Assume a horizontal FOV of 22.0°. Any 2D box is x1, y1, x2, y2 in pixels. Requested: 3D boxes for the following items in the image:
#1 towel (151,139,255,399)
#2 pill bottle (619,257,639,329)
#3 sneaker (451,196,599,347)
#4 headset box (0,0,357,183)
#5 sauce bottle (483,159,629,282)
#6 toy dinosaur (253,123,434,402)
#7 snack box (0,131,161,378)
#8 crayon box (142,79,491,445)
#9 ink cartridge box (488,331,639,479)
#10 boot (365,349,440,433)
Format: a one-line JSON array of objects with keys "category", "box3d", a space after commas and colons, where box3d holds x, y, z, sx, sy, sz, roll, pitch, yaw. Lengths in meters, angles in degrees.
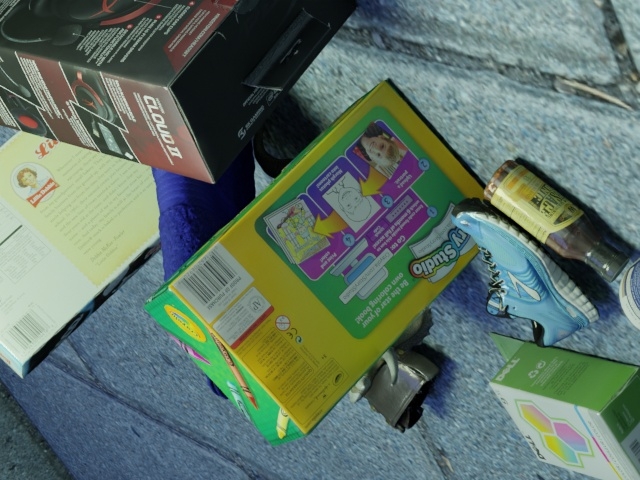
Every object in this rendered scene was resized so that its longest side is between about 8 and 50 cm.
[{"category": "towel", "box3d": [-0.100, -0.028, 1.539, 0.227, 0.076, 0.308, 71, -171, -65]}, {"category": "pill bottle", "box3d": [0.273, 0.026, 1.222, 0.067, 0.067, 0.120, 43, 158, 4]}, {"category": "sneaker", "box3d": [0.162, 0.032, 1.379, 0.162, 0.073, 0.063, 45, -173, -19]}, {"category": "headset box", "box3d": [-0.130, -0.177, 1.335, 0.293, 0.218, 0.110, 15, 145, 33]}, {"category": "sauce bottle", "box3d": [0.192, -0.015, 1.332, 0.128, 0.042, 0.042, 37, 157, 14]}, {"category": "toy dinosaur", "box3d": [0.031, 0.004, 1.582, 0.160, 0.121, 0.313, 127, 129, -65]}, {"category": "snack box", "box3d": [-0.258, -0.035, 1.713, 0.187, 0.322, 0.060, 43, 159, 7]}, {"category": "crayon box", "box3d": [0.009, 0.017, 1.389, 0.165, 0.278, 0.081, 48, 156, -5]}, {"category": "ink cartridge box", "box3d": [0.229, 0.159, 1.540, 0.209, 0.062, 0.109, 11, 141, 55]}, {"category": "boot", "box3d": [0.017, 0.130, 1.830, 0.229, 0.091, 0.263, 43, 156, 7]}]
